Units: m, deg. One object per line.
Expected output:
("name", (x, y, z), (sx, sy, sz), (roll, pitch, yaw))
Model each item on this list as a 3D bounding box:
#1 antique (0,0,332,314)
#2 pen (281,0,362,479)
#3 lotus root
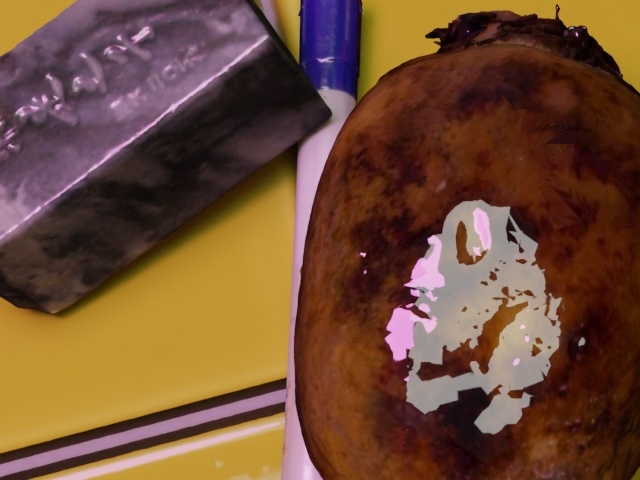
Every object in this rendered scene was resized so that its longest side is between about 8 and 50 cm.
("antique", (-0.100, -0.051, 0.877), (0.183, 0.086, 0.088), (-37, 61, 4))
("pen", (0.001, 0.000, 0.885), (0.033, 0.033, 0.269), (-1, 67, 8))
("lotus root", (0.073, 0.027, 0.803), (0.169, 0.141, 0.314), (7, 69, 8))
